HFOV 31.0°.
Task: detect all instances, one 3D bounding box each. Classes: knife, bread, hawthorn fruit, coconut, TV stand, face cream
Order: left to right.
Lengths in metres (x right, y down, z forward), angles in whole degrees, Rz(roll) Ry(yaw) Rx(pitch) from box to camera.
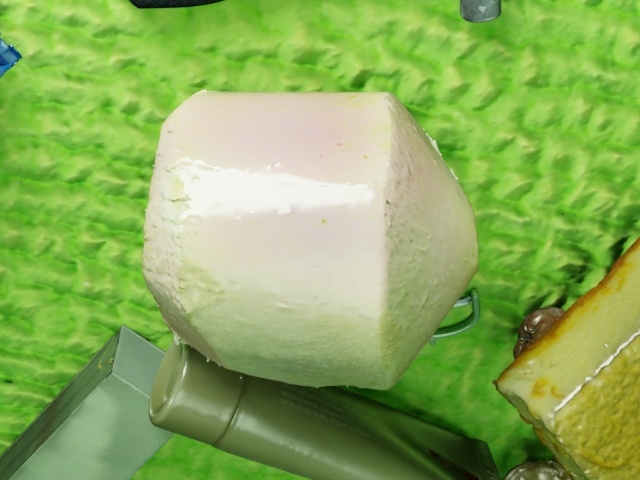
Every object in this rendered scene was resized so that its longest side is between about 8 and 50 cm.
[{"bbox_3d":[-0.233,0.205,1.068,0.088,0.082,0.269,38,113,-19],"label":"TV stand"},{"bbox_3d":[0.000,0.000,0.891,0.245,0.233,0.233,6,120,3],"label":"coconut"},{"bbox_3d":[0.021,0.173,1.011,0.341,0.137,0.084,22,114,-19],"label":"face cream"},{"bbox_3d":[0.041,0.086,1.049,0.212,0.015,0.054,-11,127,3],"label":"knife"},{"bbox_3d":[0.224,0.100,1.036,0.103,0.066,0.066,19,117,-15],"label":"hawthorn fruit"},{"bbox_3d":[0.303,0.094,0.971,0.275,0.114,0.185,-42,118,-2],"label":"bread"}]

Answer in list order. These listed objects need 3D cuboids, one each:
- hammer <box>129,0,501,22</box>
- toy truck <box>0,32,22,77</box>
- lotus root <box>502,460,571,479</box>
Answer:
[{"bbox_3d":[-0.011,-0.217,0.859,0.290,0.037,0.137,-6,120,1],"label":"hammer"},{"bbox_3d":[-0.341,-0.110,0.857,0.208,0.126,0.113,-33,116,15],"label":"toy truck"},{"bbox_3d":[0.278,0.284,1.105,0.188,0.199,0.180,3,160,24],"label":"lotus root"}]
